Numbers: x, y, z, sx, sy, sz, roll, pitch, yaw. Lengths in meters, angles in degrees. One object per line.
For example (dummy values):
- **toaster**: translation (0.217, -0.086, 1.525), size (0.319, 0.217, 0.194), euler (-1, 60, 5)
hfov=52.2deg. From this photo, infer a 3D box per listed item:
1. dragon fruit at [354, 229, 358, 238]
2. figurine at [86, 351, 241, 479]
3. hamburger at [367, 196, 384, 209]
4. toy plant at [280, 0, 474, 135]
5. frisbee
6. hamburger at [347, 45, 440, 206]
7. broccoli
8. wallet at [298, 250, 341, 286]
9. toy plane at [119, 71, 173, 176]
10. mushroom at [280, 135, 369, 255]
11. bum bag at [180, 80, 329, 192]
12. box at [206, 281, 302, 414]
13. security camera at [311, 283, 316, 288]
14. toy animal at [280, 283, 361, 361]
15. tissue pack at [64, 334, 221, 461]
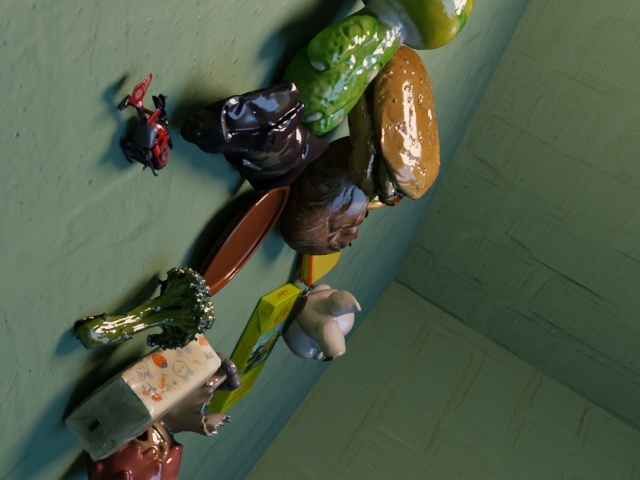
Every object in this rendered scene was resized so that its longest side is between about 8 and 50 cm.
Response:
- **dragon fruit**: translation (0.029, -0.072, 1.480), size (0.083, 0.106, 0.162), euler (141, -42, -59)
- **figurine**: translation (-0.296, 0.346, 1.119), size (0.207, 0.166, 0.387), euler (-5, -150, 46)
- **hamburger**: translation (0.091, -0.140, 1.407), size (0.162, 0.162, 0.115), euler (-46, 159, -44)
- **toy plant**: translation (0.069, -0.293, 0.964), size (0.316, 0.184, 0.224), euler (-49, 171, -1)
- **frisbee**: translation (-0.134, 0.000, 1.119), size (0.251, 0.021, 0.251), euler (-53, 172, -10)
- **hamburger**: translation (0.134, -0.209, 1.185), size (0.259, 0.144, 0.284), euler (-42, 129, -67)
- **broccoli**: translation (-0.235, 0.107, 0.890), size (0.204, 0.122, 0.118), euler (-15, 94, -49)
- **wallet**: translation (0.000, 0.000, 1.620), size (0.141, 0.067, 0.241), euler (-43, 157, -35)
- **toy plane**: translation (-0.181, -0.117, 0.693), size (0.060, 0.037, 0.145), euler (-58, 169, -22)
- **mushroom**: translation (-0.008, -0.073, 1.302), size (0.151, 0.156, 0.286), euler (-13, 137, -35)
- **bum bag**: translation (-0.075, -0.140, 0.892), size (0.144, 0.095, 0.340), euler (-29, 169, 5)
- **box**: translation (-0.164, 0.270, 1.646), size (0.335, 0.047, 0.187), euler (-63, 166, 17)
- **security camera**: translation (-0.035, 0.178, 1.929), size (0.092, 0.058, 0.058), euler (-45, 164, -19)
- **toy animal**: translation (-0.004, 0.216, 1.705), size (0.325, 0.154, 0.209), euler (174, -63, -76)
- **tissue pack**: translation (-0.260, 0.226, 0.985), size (0.148, 0.092, 0.196), euler (-39, 178, 25)
